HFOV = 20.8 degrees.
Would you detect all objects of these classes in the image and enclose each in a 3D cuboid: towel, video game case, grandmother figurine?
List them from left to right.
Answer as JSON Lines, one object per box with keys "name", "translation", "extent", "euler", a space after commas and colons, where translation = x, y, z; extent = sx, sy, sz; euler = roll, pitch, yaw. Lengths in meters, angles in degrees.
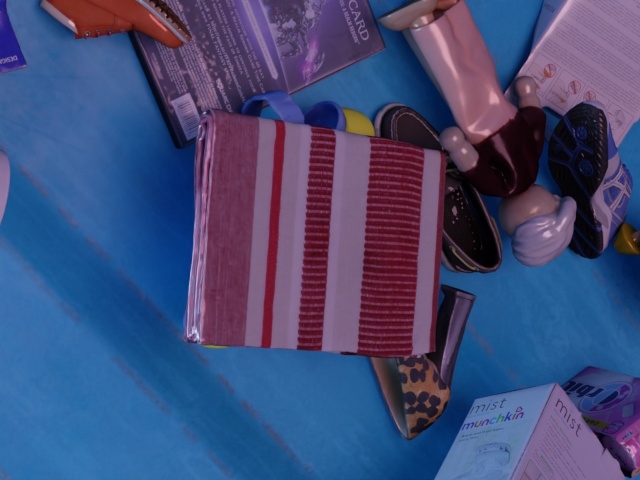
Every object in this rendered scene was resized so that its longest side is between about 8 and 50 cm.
{"name": "video game case", "translation": [-0.075, -0.245, 1.905], "extent": [0.274, 0.026, 0.196], "euler": [-28, 107, -23]}
{"name": "towel", "translation": [0.000, 0.000, 1.829], "extent": [0.329, 0.037, 0.237], "euler": [7, 86, -40]}
{"name": "grandmother figurine", "translation": [0.194, -0.129, 1.992], "extent": [0.208, 0.104, 0.342], "euler": [-34, 103, -38]}

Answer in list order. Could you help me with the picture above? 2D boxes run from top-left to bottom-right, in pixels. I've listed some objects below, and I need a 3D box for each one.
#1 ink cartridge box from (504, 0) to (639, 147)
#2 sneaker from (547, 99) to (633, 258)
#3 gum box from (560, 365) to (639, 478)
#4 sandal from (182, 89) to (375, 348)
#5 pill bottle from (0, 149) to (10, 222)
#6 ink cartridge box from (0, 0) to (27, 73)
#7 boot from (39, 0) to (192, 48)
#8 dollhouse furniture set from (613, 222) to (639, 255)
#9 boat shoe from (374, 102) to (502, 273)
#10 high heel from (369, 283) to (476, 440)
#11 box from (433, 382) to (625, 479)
{"name": "ink cartridge box", "translation": [0.330, -0.220, 2.114], "extent": [0.181, 0.056, 0.224], "euler": [30, 100, -26]}
{"name": "sneaker", "translation": [0.326, -0.082, 2.085], "extent": [0.081, 0.080, 0.211], "euler": [-37, 138, -32]}
{"name": "gum box", "translation": [0.347, 0.215, 2.071], "extent": [0.107, 0.188, 0.062], "euler": [-33, 109, -22]}
{"name": "sandal", "translation": [-0.070, -0.035, 1.867], "extent": [0.138, 0.126, 0.317], "euler": [39, 67, -36]}
{"name": "pill bottle", "translation": [-0.441, -0.067, 1.659], "extent": [0.272, 0.152, 0.152], "euler": [15, 87, -27]}
{"name": "ink cartridge box", "translation": [-0.412, -0.318, 1.635], "extent": [0.176, 0.069, 0.371], "euler": [-18, 84, -25]}
{"name": "boot", "translation": [-0.211, -0.231, 1.801], "extent": [0.158, 0.059, 0.084], "euler": [33, 100, -5]}
{"name": "dollhouse furniture set", "translation": [0.476, 0.103, 2.195], "extent": [0.303, 0.198, 0.286], "euler": [59, 28, 7]}
{"name": "boat shoe", "translation": [0.141, -0.060, 2.007], "extent": [0.081, 0.069, 0.228], "euler": [-39, 110, -20]}
{"name": "high heel", "translation": [0.044, 0.123, 1.969], "extent": [0.261, 0.093, 0.186], "euler": [14, 96, -25]}
{"name": "box", "translation": [0.247, 0.332, 1.944], "extent": [0.262, 0.127, 0.231], "euler": [54, 43, -22]}
